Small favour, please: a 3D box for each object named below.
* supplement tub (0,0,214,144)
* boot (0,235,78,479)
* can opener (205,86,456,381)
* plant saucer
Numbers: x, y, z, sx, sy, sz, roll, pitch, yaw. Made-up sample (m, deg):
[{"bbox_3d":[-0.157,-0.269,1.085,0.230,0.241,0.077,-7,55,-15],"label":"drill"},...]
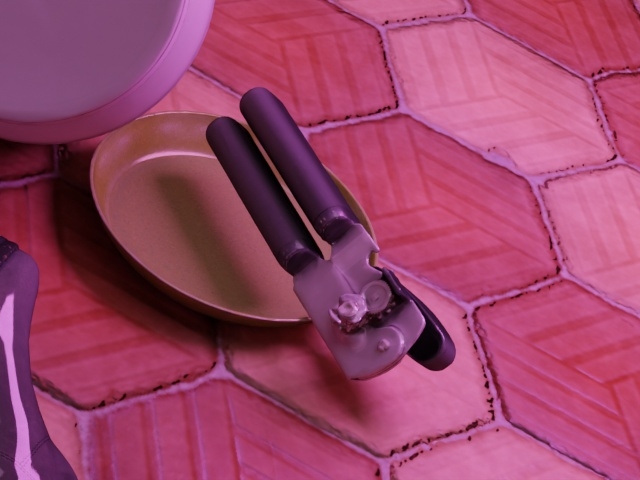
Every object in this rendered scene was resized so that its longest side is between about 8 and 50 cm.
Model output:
[{"bbox_3d":[-0.195,-0.193,1.415,0.241,0.241,0.331,23,4,-5],"label":"supplement tub"},{"bbox_3d":[-0.166,0.164,1.223,0.223,0.118,0.338,21,47,-12],"label":"boot"},{"bbox_3d":[0.000,0.000,1.495,0.280,0.074,0.093,56,11,32],"label":"can opener"},{"bbox_3d":[-0.072,-0.011,1.539,0.241,0.037,0.241,16,38,-13],"label":"plant saucer"}]
